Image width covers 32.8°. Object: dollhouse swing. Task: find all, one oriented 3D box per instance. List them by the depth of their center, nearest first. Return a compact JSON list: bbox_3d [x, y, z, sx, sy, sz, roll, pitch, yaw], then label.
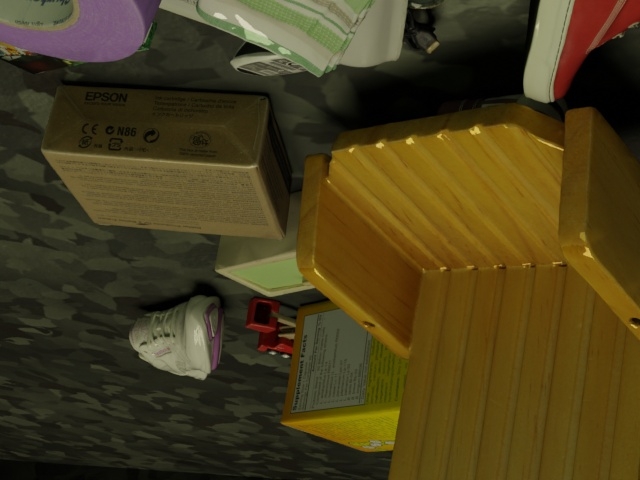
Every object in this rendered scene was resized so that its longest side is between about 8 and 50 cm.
[{"bbox_3d":[0.133,0.099,1.021,0.346,0.305,0.315,-3,145,46],"label":"dollhouse swing"}]

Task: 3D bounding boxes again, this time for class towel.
[{"bbox_3d":[-0.027,-0.161,0.734,0.113,0.023,0.152,22,167,-7],"label":"towel"}]

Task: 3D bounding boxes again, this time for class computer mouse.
[{"bbox_3d":[0.005,-0.180,0.956,0.193,0.042,0.106,-4,177,28],"label":"computer mouse"}]

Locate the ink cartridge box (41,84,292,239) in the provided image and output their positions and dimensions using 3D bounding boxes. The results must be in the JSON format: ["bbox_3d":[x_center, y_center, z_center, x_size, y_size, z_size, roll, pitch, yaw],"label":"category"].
[{"bbox_3d":[-0.160,-0.083,1.198,0.234,0.088,0.193,5,159,8],"label":"ink cartridge box"}]

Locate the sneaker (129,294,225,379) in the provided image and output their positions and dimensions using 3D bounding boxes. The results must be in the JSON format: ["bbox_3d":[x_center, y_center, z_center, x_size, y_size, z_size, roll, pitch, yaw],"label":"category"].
[{"bbox_3d":[-0.238,0.164,1.783,0.152,0.114,0.305,11,157,-9],"label":"sneaker"}]

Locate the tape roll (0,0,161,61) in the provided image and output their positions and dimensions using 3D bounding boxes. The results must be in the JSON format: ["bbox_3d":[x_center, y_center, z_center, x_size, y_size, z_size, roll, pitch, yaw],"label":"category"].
[{"bbox_3d":[-0.219,-0.216,0.665,0.274,0.090,0.275,21,167,5],"label":"tape roll"}]

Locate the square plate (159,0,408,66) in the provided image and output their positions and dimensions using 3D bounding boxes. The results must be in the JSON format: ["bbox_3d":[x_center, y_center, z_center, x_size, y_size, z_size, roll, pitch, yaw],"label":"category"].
[{"bbox_3d":[-0.103,-0.230,0.736,0.347,0.049,0.344,20,166,5],"label":"square plate"}]

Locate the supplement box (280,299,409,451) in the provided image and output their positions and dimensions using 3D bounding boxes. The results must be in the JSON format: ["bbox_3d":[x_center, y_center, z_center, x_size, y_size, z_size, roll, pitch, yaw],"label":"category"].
[{"bbox_3d":[0.138,0.190,1.608,0.195,0.194,0.356,27,152,-37],"label":"supplement box"}]

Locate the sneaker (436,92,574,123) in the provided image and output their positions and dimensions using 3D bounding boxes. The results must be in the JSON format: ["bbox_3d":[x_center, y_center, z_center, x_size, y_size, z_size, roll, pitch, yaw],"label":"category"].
[{"bbox_3d":[0.189,-0.067,1.123,0.162,0.106,0.281,6,151,26],"label":"sneaker"}]

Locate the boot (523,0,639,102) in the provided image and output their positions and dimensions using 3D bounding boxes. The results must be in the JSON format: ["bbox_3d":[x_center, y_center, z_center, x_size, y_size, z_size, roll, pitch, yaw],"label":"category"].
[{"bbox_3d":[0.249,-0.180,0.827,0.176,0.088,0.244,5,154,4],"label":"boot"}]

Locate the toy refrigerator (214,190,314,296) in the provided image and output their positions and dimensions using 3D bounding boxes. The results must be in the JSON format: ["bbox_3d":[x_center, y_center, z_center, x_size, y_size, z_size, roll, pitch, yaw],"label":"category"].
[{"bbox_3d":[0.000,0.000,1.332,0.269,0.094,0.102,-14,149,41],"label":"toy refrigerator"}]

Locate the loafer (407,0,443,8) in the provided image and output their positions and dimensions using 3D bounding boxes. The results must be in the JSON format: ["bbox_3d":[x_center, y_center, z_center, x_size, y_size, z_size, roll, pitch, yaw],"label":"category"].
[{"bbox_3d":[0.024,-0.236,0.761,0.096,0.084,0.267,-5,152,27],"label":"loafer"}]

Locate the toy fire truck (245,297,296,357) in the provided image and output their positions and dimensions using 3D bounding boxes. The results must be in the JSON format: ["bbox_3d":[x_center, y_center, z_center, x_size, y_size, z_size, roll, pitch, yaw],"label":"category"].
[{"bbox_3d":[-0.040,0.152,1.773,0.192,0.047,0.135,15,156,-17],"label":"toy fire truck"}]

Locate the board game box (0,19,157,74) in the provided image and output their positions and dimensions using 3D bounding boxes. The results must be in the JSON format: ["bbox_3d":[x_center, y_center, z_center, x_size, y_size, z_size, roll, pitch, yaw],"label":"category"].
[{"bbox_3d":[-0.261,-0.195,0.958,0.136,0.030,0.259,27,167,-34],"label":"board game box"}]
